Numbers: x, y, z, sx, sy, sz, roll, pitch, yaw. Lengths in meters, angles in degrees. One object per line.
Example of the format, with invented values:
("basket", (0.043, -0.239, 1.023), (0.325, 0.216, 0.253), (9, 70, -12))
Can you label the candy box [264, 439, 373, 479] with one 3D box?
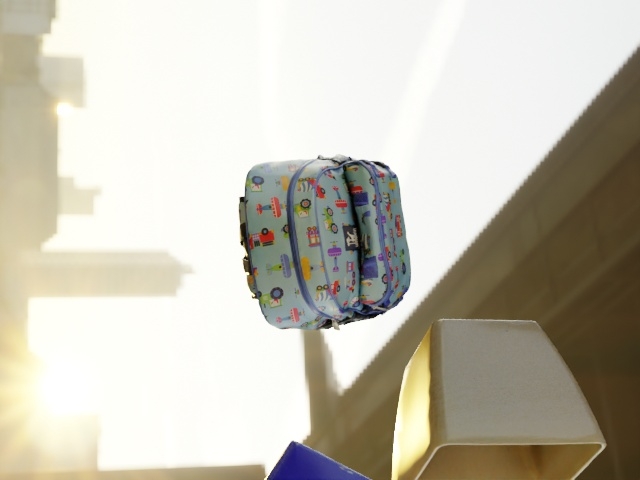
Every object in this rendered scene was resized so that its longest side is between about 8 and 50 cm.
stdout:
("candy box", (0.060, 0.277, 0.526), (0.268, 0.317, 0.122), (-57, 164, -24))

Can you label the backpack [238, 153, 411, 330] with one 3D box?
("backpack", (0.000, 0.000, 1.089), (0.173, 0.116, 0.158), (4, 79, -72))

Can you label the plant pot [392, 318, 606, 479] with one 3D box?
("plant pot", (0.104, 0.110, 0.815), (0.109, 0.109, 0.096), (111, -24, -53))
